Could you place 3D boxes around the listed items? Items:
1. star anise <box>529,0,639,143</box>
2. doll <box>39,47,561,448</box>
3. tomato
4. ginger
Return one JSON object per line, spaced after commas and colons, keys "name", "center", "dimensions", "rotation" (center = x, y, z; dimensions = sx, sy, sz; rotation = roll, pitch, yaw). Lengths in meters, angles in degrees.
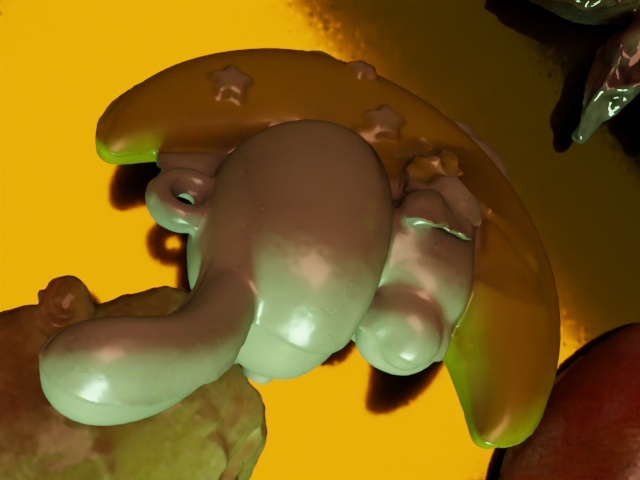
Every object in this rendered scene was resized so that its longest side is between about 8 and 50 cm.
{"name": "star anise", "center": [0.200, -0.142, 0.677], "dimensions": [0.195, 0.065, 0.182], "rotation": [0, 84, -4]}
{"name": "doll", "center": [0.000, 0.000, 0.574], "dimensions": [0.237, 0.111, 0.252], "rotation": [20, 45, -20]}
{"name": "tomato", "center": [0.207, 0.149, 0.646], "dimensions": [0.225, 0.085, 0.225], "rotation": [1, 82, -7]}
{"name": "ginger", "center": [-0.199, 0.107, 0.561], "dimensions": [0.354, 0.126, 0.190], "rotation": [2, 103, -15]}
